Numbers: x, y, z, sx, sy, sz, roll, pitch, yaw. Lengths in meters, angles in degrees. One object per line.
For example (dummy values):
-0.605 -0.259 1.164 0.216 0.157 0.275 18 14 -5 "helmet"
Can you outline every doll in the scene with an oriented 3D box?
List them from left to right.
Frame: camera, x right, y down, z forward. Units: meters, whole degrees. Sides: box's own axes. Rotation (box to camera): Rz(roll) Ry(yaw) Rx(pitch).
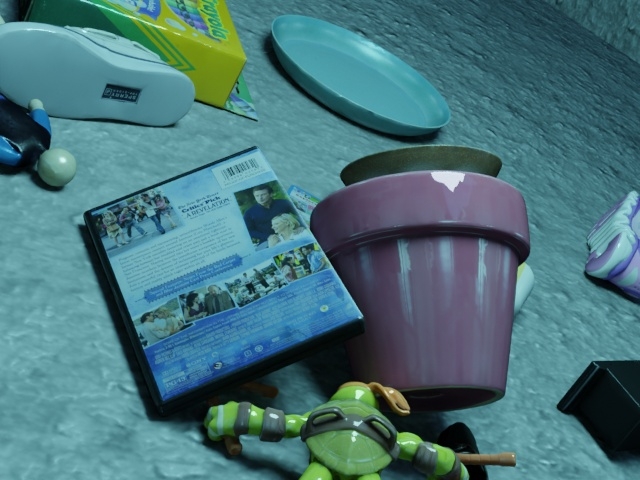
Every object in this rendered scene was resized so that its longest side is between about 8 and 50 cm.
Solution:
-0.315 -0.116 0.994 0.189 0.046 0.129 33 28 7 "doll"

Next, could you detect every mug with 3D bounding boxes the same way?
0.212 0.057 1.212 0.078 0.062 0.064 31 35 2 "mug"

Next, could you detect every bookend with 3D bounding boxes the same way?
0.365 0.207 1.089 0.156 0.072 0.157 4 37 -39 "bookend"

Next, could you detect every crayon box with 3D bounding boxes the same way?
-0.225 -0.284 1.332 0.323 0.083 0.203 16 30 -27 "crayon box"

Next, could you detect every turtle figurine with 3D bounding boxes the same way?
0.032 0.173 0.773 0.269 0.087 0.217 17 30 -4 "turtle figurine"

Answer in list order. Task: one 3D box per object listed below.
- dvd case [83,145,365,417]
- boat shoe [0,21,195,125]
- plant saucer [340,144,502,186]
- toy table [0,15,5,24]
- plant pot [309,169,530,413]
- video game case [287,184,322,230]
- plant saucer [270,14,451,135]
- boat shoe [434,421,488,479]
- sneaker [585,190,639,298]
-0.093 0.024 0.890 0.180 0.022 0.253 -22 46 -10 "dvd case"
-0.262 -0.196 1.133 0.267 0.096 0.088 2 34 -45 "boat shoe"
0.124 -0.069 1.245 0.198 0.198 0.036 7 73 -38 "plant saucer"
-0.420 -0.300 1.081 0.252 0.161 0.274 31 27 1 "toy table"
0.094 0.056 0.921 0.201 0.201 0.180 10 66 -34 "plant pot"
0.000 0.000 1.143 0.119 0.015 0.166 28 27 -2 "video game case"
0.058 -0.254 1.606 0.317 0.044 0.317 24 27 -13 "plant saucer"
0.127 0.202 0.898 0.049 0.042 0.133 25 26 -5 "boat shoe"
0.460 0.012 1.508 0.104 0.095 0.236 37 32 -1 "sneaker"
